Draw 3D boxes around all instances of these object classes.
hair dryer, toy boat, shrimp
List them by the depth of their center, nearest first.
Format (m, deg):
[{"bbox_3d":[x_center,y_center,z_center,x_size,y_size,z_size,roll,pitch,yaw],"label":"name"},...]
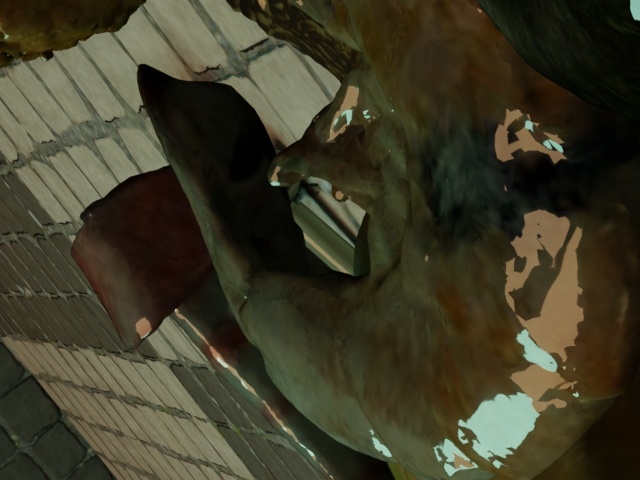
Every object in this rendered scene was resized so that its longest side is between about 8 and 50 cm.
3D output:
[{"bbox_3d":[-0.005,-0.068,0.570,0.360,0.085,0.247,57,141,32],"label":"shrimp"},{"bbox_3d":[0.000,0.000,0.934,0.124,0.038,0.063,40,164,6],"label":"hair dryer"},{"bbox_3d":[-0.022,0.078,0.991,0.282,0.096,0.206,46,-165,7],"label":"toy boat"}]

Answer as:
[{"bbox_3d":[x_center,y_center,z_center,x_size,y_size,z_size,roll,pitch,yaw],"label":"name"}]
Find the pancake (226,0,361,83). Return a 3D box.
[{"bbox_3d":[0.028,-0.054,0.765,0.184,0.020,0.190,31,154,45],"label":"pancake"}]

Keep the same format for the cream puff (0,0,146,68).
[{"bbox_3d":[-0.173,-0.188,0.788,0.183,0.183,0.169,30,133,47],"label":"cream puff"}]

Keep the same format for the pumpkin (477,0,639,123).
[{"bbox_3d":[0.079,-0.100,0.365,0.167,0.125,0.167,38,168,9],"label":"pumpkin"}]

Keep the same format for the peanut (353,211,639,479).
[{"bbox_3d":[0.083,0.039,0.643,0.129,0.129,0.224,35,152,39],"label":"peanut"}]

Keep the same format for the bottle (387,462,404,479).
[{"bbox_3d":[0.086,0.146,0.933,0.270,0.083,0.083,50,163,6],"label":"bottle"}]
